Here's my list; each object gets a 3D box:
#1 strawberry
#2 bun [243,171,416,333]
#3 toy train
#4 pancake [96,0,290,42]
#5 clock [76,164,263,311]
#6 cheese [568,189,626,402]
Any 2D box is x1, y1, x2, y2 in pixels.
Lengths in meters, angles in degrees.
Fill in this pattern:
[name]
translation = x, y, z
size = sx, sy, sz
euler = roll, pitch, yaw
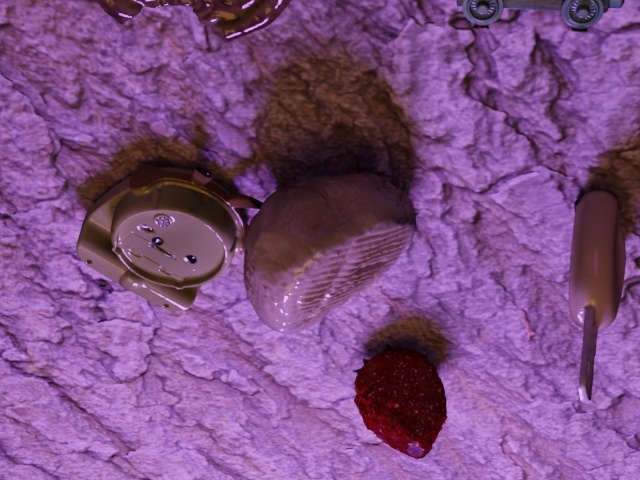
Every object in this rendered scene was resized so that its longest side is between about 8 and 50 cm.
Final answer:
[strawberry]
translation = 0.103, 0.217, 1.700
size = 0.131, 0.148, 0.131
euler = 6, 139, 6
[bun]
translation = 0.000, 0.000, 1.479
size = 0.134, 0.220, 0.220
euler = 50, 138, 16
[toy train]
translation = 0.199, -0.251, 1.234
size = 0.172, 0.070, 0.099
euler = 3, 127, 6
[pancake]
translation = -0.132, -0.282, 1.286
size = 0.235, 0.029, 0.212
euler = 6, 137, 1
[clock]
translation = -0.166, -0.017, 1.551
size = 0.170, 0.069, 0.232
euler = 32, 133, -23
[cheese]
translation = 0.293, 0.067, 1.426
size = 0.054, 0.251, 0.127
euler = -2, 136, 19
